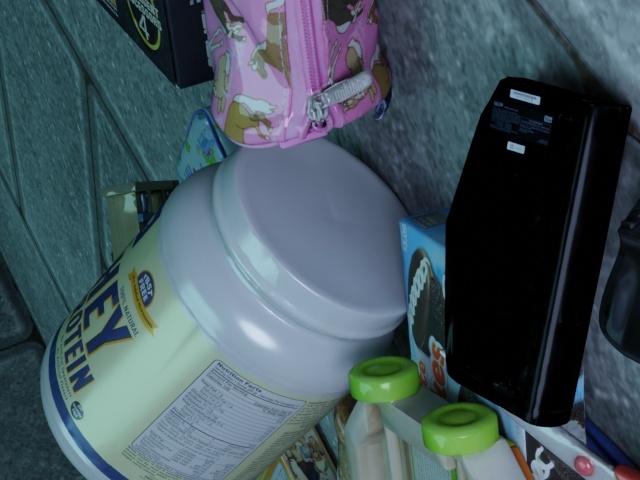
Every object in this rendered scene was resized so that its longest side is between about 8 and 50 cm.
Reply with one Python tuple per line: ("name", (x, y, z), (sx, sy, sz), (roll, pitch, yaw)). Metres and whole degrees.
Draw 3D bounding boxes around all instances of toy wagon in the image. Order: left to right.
("toy wagon", (0.113, 0.245, 1.124), (0.344, 0.068, 0.267), (27, 128, 61))

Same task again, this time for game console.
("game console", (0.191, 0.033, 0.906), (0.361, 0.044, 0.213), (28, 113, 55))

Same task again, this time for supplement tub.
("supplement tub", (-0.080, 0.076, 1.336), (0.325, 0.235, 0.235), (-46, 63, 35))

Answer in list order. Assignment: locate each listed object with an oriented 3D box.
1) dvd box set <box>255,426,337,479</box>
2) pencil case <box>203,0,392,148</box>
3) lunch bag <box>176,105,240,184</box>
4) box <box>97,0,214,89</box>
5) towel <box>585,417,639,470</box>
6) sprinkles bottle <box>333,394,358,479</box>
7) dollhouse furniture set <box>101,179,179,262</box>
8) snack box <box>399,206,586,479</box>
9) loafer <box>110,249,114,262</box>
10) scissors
("dvd box set", (0.034, 0.460, 1.862), (0.420, 0.062, 0.307), (62, 160, 18))
("pencil case", (-0.032, -0.260, 1.127), (0.167, 0.160, 0.386), (18, 132, 31))
("lunch bag", (-0.077, -0.045, 1.580), (0.176, 0.090, 0.219), (65, 161, 12))
("box", (-0.206, -0.385, 1.560), (0.395, 0.097, 0.318), (49, 150, 45))
("towel", (0.236, 0.283, 1.165), (0.209, 0.034, 0.285), (-131, 29, -50))
("sprinkles bottle", (0.075, 0.279, 1.462), (0.121, 0.121, 0.355), (51, 154, 41))
("dollhouse furniture set", (-0.147, -0.012, 1.776), (0.183, 0.129, 0.129), (-8, 88, 43))
("snack box", (0.138, 0.151, 1.179), (0.187, 0.060, 0.322), (-143, 43, -61))
("loafer", (-0.165, 0.109, 1.921), (0.366, 0.130, 0.134), (51, 155, 42))
("scissors", (0.195, 0.172, 1.025), (0.297, 0.021, 0.109), (24, 130, 35))
